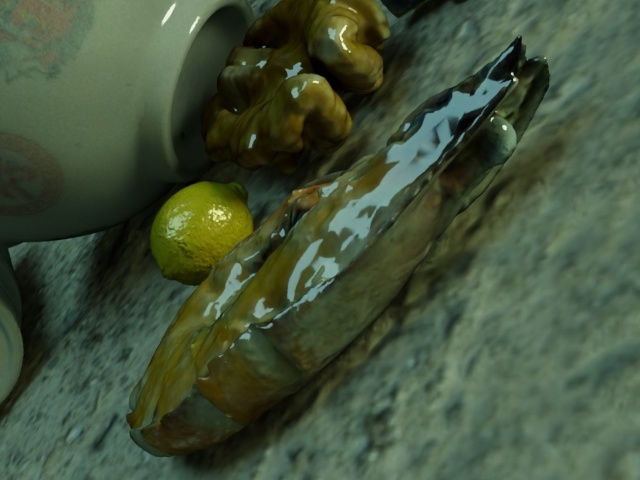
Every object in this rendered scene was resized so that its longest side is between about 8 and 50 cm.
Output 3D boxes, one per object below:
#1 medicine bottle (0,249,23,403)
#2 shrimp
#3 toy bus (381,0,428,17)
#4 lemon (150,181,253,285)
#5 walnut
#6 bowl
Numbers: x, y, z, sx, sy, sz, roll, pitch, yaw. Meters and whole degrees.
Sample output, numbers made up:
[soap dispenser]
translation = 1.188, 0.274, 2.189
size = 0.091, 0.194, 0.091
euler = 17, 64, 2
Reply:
[medicine bottle]
translation = -0.327, 0.051, 1.020
size = 0.144, 0.144, 0.252
euler = -53, 25, 0
[shrimp]
translation = 0.000, 0.000, 0.643
size = 0.317, 0.062, 0.164
euler = -44, 25, 24
[toy bus]
translation = 0.107, -0.218, 0.710
size = 0.226, 0.081, 0.074
euler = -26, 35, 43
[lemon]
translation = -0.075, -0.006, 0.770
size = 0.083, 0.062, 0.062
euler = -49, 23, -25
[walnut]
translation = -0.014, -0.104, 0.782
size = 0.143, 0.069, 0.170
euler = -59, 24, -7
[bowl]
translation = -0.145, -0.132, 0.874
size = 0.157, 0.345, 0.345
euler = 18, 66, 16
